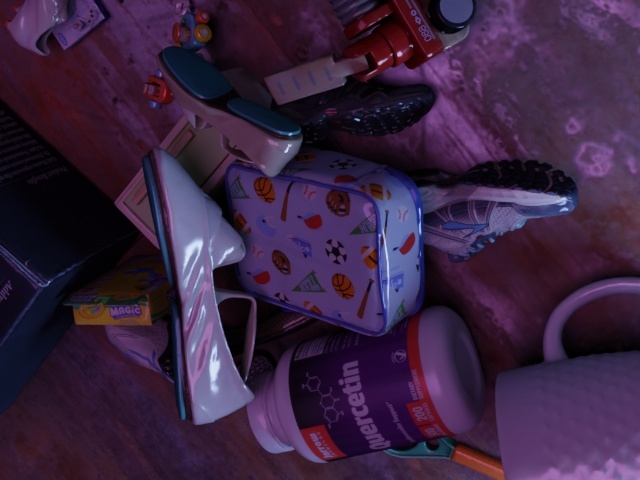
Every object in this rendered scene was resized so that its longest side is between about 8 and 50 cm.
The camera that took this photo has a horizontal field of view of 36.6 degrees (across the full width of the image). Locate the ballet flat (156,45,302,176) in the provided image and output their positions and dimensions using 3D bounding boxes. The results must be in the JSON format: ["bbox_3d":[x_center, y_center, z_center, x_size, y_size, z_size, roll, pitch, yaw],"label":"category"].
[{"bbox_3d":[-0.132,-0.166,1.284,0.248,0.086,0.086,37,116,23],"label":"ballet flat"}]

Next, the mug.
[{"bbox_3d":[0.412,0.230,1.258,0.328,0.276,0.374,-13,72,17],"label":"mug"}]

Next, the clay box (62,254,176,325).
[{"bbox_3d":[-0.272,0.076,1.441,0.127,0.222,0.053,-1,107,20],"label":"clay box"}]

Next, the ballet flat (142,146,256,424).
[{"bbox_3d":[-0.159,0.060,1.350,0.139,0.139,0.400,-1,104,19],"label":"ballet flat"}]

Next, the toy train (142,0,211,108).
[{"bbox_3d":[-0.213,-0.260,1.381,0.125,0.046,0.166,35,115,42],"label":"toy train"}]

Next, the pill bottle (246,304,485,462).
[{"bbox_3d":[0.061,0.215,1.396,0.323,0.181,0.181,-18,101,23],"label":"pill bottle"}]

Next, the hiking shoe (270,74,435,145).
[{"bbox_3d":[0.039,-0.203,1.315,0.227,0.086,0.114,-7,69,0],"label":"hiking shoe"}]

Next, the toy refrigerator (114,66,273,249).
[{"bbox_3d":[-0.177,-0.117,1.414,0.102,0.094,0.269,46,116,3],"label":"toy refrigerator"}]

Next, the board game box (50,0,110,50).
[{"bbox_3d":[-0.373,-0.347,1.447,0.090,0.020,0.090,-30,96,24],"label":"board game box"}]

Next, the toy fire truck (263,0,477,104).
[{"bbox_3d":[0.033,-0.291,1.224,0.246,0.158,0.217,-33,96,-12],"label":"toy fire truck"}]

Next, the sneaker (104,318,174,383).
[{"bbox_3d":[-0.249,0.173,1.522,0.237,0.085,0.086,29,148,33],"label":"sneaker"}]

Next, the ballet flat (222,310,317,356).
[{"bbox_3d":[-0.091,0.129,1.484,0.250,0.084,0.058,-24,80,28],"label":"ballet flat"}]

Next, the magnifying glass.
[{"bbox_3d":[0.179,0.311,1.474,0.231,0.026,0.092,21,113,11],"label":"magnifying glass"}]

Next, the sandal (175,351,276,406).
[{"bbox_3d":[-0.149,0.233,1.558,0.179,0.040,0.067,-29,102,10],"label":"sandal"}]

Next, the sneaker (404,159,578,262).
[{"bbox_3d":[0.212,-0.036,1.315,0.283,0.110,0.122,-1,113,29],"label":"sneaker"}]

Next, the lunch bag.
[{"bbox_3d":[0.000,0.000,1.339,0.303,0.115,0.243,17,124,38],"label":"lunch bag"}]

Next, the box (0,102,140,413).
[{"bbox_3d":[-0.632,0.027,1.507,0.472,0.297,0.480,43,115,3],"label":"box"}]

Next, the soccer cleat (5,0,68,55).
[{"bbox_3d":[-0.389,-0.359,1.405,0.076,0.068,0.196,36,121,0],"label":"soccer cleat"}]
